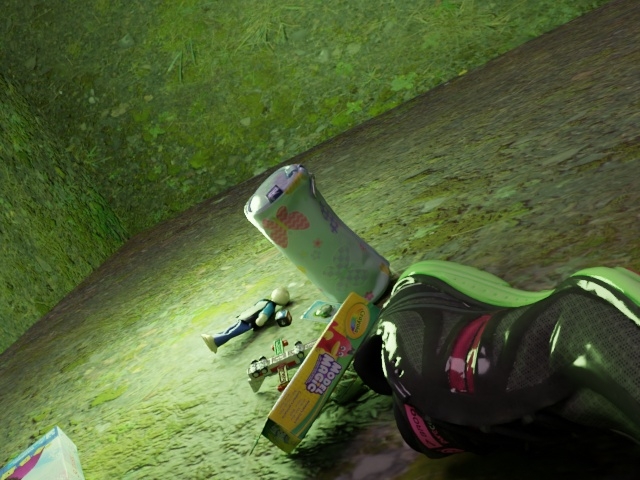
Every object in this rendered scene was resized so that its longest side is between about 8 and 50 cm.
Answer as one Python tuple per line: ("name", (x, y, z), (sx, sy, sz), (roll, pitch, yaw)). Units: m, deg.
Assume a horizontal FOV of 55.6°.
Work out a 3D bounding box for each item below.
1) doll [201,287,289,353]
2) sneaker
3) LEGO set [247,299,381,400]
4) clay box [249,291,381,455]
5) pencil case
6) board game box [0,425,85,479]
("doll", (-0.138, 0.155, 1.197), (0.189, 0.046, 0.129), (-32, 8, -20))
("sneaker", (0.178, 0.137, 0.565), (0.202, 0.185, 0.483), (-46, 12, -14))
("LEGO set", (-0.005, 0.173, 0.960), (0.244, 0.060, 0.182), (4, 38, 43))
("clay box", (-0.008, 0.182, 0.774), (0.222, 0.053, 0.127), (-55, -7, -26))
("pencil case", (0.000, 0.000, 1.012), (0.124, 0.273, 0.113), (-44, 24, -5))
("board game box", (-0.529, 0.475, 0.969), (0.319, 0.066, 0.318), (-39, 19, -21))
